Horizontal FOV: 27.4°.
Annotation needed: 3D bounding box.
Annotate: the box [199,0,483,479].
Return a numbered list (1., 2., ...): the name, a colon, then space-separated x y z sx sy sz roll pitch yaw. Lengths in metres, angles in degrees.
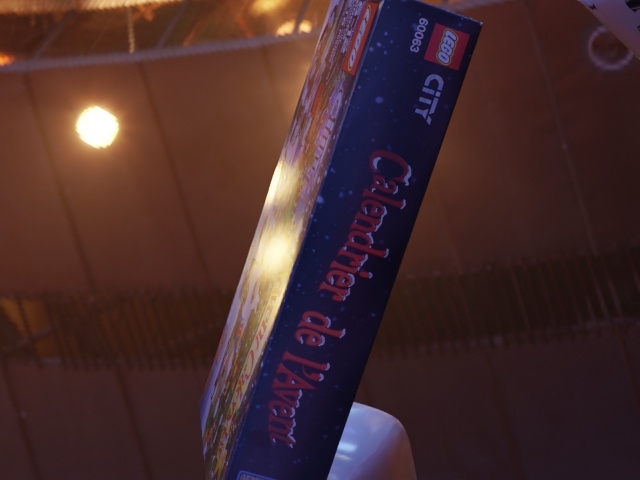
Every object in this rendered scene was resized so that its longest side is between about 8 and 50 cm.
1. box: 0.000 0.000 0.609 0.044 0.159 0.233 17 -81 -9

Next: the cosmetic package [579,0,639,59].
1. cosmetic package: 0.250 -0.073 0.666 0.239 0.060 0.099 41 -17 -13

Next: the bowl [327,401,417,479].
1. bowl: -0.008 0.171 0.897 0.142 0.053 0.142 11 -49 23
